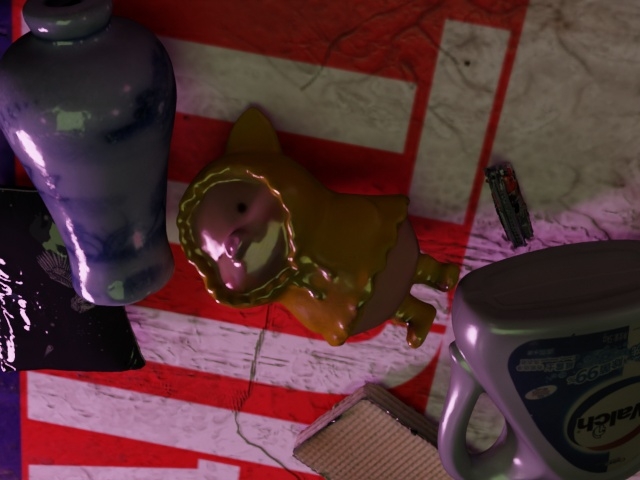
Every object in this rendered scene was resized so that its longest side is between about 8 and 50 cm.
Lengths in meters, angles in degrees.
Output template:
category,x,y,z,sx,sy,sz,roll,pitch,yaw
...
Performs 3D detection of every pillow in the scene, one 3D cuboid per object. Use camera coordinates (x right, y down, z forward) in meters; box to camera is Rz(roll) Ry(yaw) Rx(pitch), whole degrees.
category,x,y,z,sx,sy,sz,roll,pitch,yaw
pillow,-0.244,0.039,1.175,0.141,0.055,0.208,-1,124,8

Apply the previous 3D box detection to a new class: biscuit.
category,x,y,z,sx,sy,sz,roll,pitch,yaw
biscuit,0.084,0.224,1.270,0.199,0.040,0.121,37,126,-16

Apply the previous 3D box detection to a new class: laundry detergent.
category,x,y,z,sx,sy,sz,roll,pitch,yaw
laundry detergent,0.206,0.140,1.124,0.215,0.105,0.280,-10,130,-11

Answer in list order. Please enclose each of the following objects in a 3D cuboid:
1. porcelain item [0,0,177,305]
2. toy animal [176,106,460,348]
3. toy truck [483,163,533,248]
category,x,y,z,sx,sy,sz,roll,pitch,yaw
porcelain item,-0.178,-0.074,1.021,0.141,0.141,0.259,2,124,9
toy animal,-0.003,0.004,1.065,0.230,0.156,0.156,28,127,1
toy truck,0.155,-0.032,1.068,0.024,0.032,0.083,-10,124,22
